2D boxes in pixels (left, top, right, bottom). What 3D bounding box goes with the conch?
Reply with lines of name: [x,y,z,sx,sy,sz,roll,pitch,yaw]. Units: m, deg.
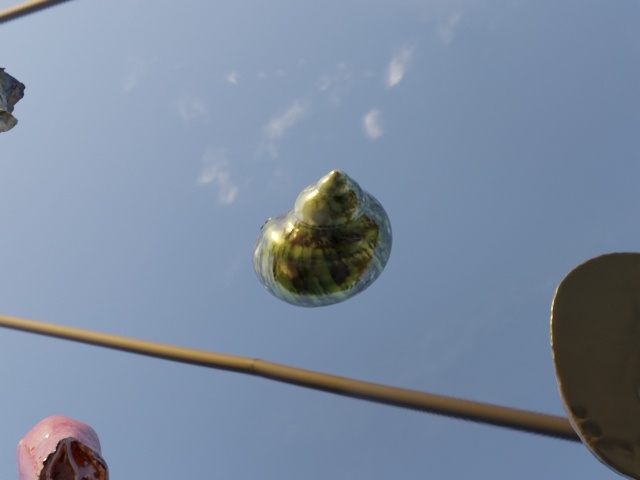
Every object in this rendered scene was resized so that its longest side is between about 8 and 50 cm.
conch: [0.000,0.000,0.907,0.188,0.124,0.181,5,-88,4]

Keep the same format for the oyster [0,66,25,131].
oyster: [-0.235,-0.061,0.412,0.106,0.177,0.056,-29,-81,-1]

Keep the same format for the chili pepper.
chili pepper: [-0.263,0.222,0.701,0.084,0.192,0.086,26,-103,-27]

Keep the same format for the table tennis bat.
table tennis bat: [0.204,0.110,0.404,0.131,0.022,0.234,3,-121,-4]
